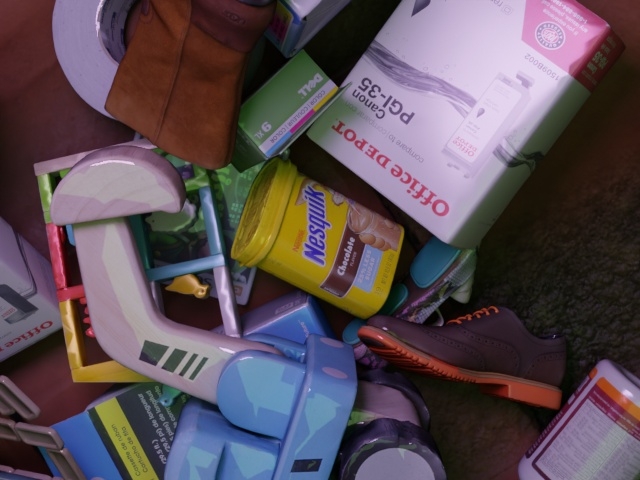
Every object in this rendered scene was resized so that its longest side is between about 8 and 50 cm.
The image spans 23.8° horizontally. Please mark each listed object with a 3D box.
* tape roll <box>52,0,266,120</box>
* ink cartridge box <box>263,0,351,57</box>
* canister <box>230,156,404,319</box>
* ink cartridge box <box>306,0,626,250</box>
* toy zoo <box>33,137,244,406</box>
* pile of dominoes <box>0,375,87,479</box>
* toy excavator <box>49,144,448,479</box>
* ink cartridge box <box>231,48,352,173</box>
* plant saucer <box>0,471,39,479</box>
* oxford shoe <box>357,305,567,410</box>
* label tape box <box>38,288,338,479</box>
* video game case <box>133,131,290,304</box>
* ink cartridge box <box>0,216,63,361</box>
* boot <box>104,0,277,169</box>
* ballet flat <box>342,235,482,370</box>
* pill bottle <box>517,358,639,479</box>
[{"bbox_3d":[-0.172,-0.228,1.617,0.219,0.072,0.219,-1,88,15],"label":"tape roll"},{"bbox_3d":[-0.071,-0.422,1.516,0.270,0.151,0.395,-44,90,-14],"label":"ink cartridge box"},{"bbox_3d":[0.000,0.000,1.671,0.170,0.073,0.126,27,58,-18],"label":"canister"},{"bbox_3d":[0.154,-0.158,1.616,0.207,0.117,0.283,39,99,17],"label":"ink cartridge box"},{"bbox_3d":[-0.195,0.038,1.658,0.192,0.030,0.293,-12,82,6],"label":"toy zoo"},{"bbox_3d":[-0.367,0.194,1.670,0.251,0.040,0.196,5,133,33],"label":"pile of dominoes"},{"bbox_3d":[-0.093,0.161,1.539,0.445,0.222,0.433,16,102,-5],"label":"toy excavator"},{"bbox_3d":[-0.048,-0.137,1.593,0.109,0.209,0.062,-44,98,-12],"label":"ink cartridge box"},{"bbox_3d":[-0.309,0.380,1.720,0.317,0.044,0.318,16,129,21],"label":"plant saucer"},{"bbox_3d":[0.162,0.114,1.704,0.271,0.097,0.098,19,83,-30],"label":"oxford shoe"},{"bbox_3d":[-0.112,0.238,1.732,0.347,0.115,0.249,-25,100,7],"label":"label tape box"},{"bbox_3d":[-0.142,-0.038,1.718,0.173,0.022,0.190,15,101,-5],"label":"video game case"},{"bbox_3d":[-0.391,0.050,1.632,0.158,0.218,0.092,-29,58,5],"label":"ink cartridge box"},{"bbox_3d":[-0.166,-0.230,1.465,0.264,0.096,0.280,28,138,5],"label":"boot"},{"bbox_3d":[0.121,0.064,1.726,0.079,0.077,0.221,37,104,-27],"label":"ballet flat"},{"bbox_3d":[0.304,0.255,1.738,0.121,0.121,0.221,36,99,-8],"label":"pill bottle"}]
